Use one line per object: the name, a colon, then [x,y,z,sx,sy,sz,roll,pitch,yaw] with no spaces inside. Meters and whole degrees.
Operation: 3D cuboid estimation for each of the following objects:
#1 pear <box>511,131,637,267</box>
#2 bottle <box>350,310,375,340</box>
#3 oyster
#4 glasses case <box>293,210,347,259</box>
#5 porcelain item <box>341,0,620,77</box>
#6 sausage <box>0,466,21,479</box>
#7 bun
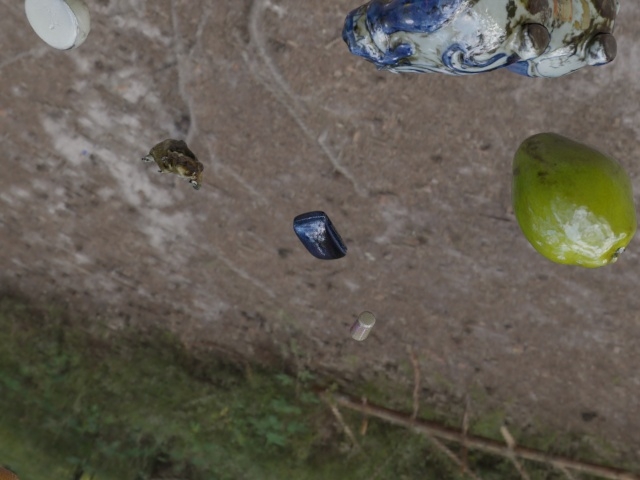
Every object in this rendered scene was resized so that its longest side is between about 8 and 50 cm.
pear: [0.450,-0.075,1.525,0.269,0.212,0.212,57,155,21]
bottle: [0.098,0.195,1.951,0.045,0.045,0.096,20,153,0]
oyster: [-0.272,-0.146,1.663,0.129,0.078,0.345,37,175,-16]
glasses case: [0.000,0.000,0.790,0.034,0.023,0.083,-13,152,12]
porcelain item: [0.170,-0.218,0.848,0.186,0.288,0.137,-11,94,45]
sausage: [-0.552,0.381,1.361,0.054,0.062,0.183,9,158,41]
bun: [-0.507,-0.453,1.680,0.138,0.094,0.138,17,133,19]
